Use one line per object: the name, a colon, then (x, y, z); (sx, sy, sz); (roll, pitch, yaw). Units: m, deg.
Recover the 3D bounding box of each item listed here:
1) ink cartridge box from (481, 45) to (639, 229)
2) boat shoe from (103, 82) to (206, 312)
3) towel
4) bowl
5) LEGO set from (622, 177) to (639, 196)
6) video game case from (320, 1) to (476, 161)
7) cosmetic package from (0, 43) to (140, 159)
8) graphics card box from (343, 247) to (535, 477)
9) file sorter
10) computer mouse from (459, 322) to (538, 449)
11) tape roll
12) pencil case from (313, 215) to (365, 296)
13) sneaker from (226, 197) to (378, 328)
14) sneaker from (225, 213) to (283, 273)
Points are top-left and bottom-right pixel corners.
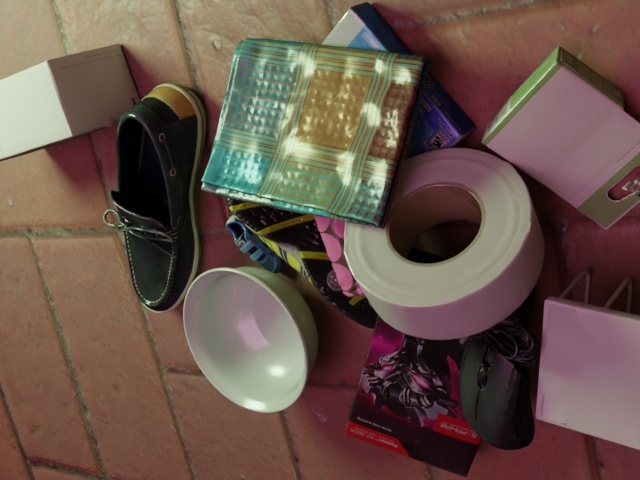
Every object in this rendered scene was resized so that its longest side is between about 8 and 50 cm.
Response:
ink cartridge box: (0.374, -0.142, 1.309); (0.235, 0.056, 0.171); (33, 131, -9)
boat shoe: (-0.334, -0.062, 1.807); (0.186, 0.156, 0.501); (26, 125, 23)
towel: (-0.022, -0.178, 1.436); (0.370, 0.040, 0.272); (14, 88, 37)
bowl: (-0.110, 0.167, 1.754); (0.297, 0.134, 0.298); (16, 120, 31)
LEGO set: (0.530, -0.027, 1.238); (0.244, 0.060, 0.183); (-22, 96, 37)
video game case: (0.079, -0.202, 1.495); (0.269, 0.061, 0.244); (50, 132, 7)
cosmetic package: (-0.561, -0.266, 1.856); (0.365, 0.197, 0.155); (-11, 102, 38)
graphics card box: (0.192, 0.208, 1.536); (0.232, 0.094, 0.371); (19, 121, 8)
file sorter: (0.473, 0.170, 1.294); (0.277, 0.173, 0.193); (13, 116, 32)
computer mouse: (0.251, 0.221, 1.389); (0.188, 0.072, 0.272); (29, 142, 48)
tape roll: (0.180, 0.001, 1.354); (0.286, 0.286, 0.100); (12, 152, 32)
pencil case: (0.047, -0.017, 1.498); (0.095, 0.098, 0.210); (-14, 101, 17)
sneaker: (0.000, 0.000, 1.616); (0.384, 0.147, 0.145); (44, 89, -4)
sneaker: (-0.128, 0.007, 1.745); (0.144, 0.059, 0.053); (52, 129, 5)
